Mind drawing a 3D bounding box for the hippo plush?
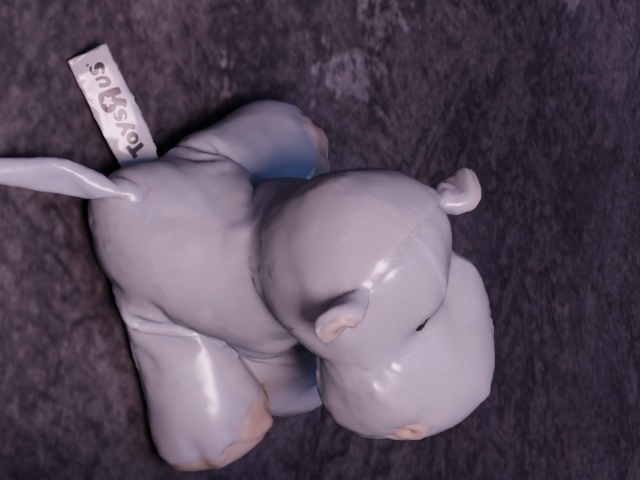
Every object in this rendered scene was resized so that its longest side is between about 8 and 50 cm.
[{"bbox_3d":[0.000,0.000,1.189,0.234,0.236,0.294,-53,129,-38],"label":"hippo plush"}]
